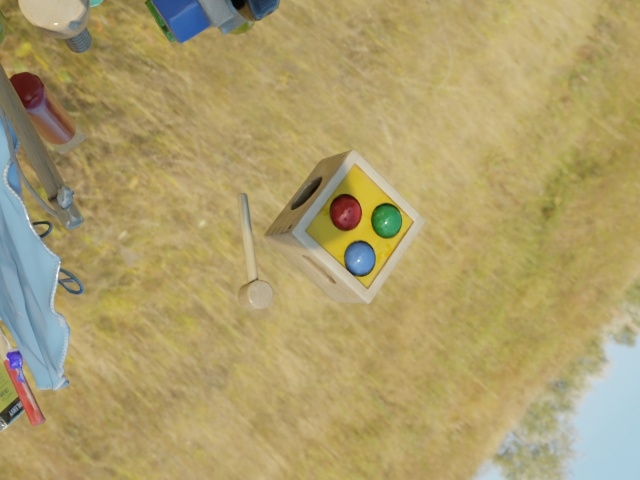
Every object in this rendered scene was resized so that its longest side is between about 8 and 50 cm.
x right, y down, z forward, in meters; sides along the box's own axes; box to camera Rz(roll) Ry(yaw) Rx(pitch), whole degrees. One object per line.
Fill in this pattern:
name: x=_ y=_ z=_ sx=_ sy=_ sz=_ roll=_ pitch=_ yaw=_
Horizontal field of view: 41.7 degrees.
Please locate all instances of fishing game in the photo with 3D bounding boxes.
fishing game: x=-0.157 y=-0.015 z=0.417 sx=0.041 sy=0.189 sz=0.264 roll=-23 pitch=158 yaw=-29

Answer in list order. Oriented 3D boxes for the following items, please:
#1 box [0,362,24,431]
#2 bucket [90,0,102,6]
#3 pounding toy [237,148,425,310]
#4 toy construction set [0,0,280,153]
box: x=-0.356 y=0.081 z=0.709 sx=0.087 sy=0.232 sz=0.058 roll=-37 pitch=-173 yaw=10
bucket: x=-0.329 y=-0.384 z=0.884 sx=0.281 sy=0.183 sz=0.281 roll=12 pitch=90 yaw=-71
pounding toy: x=-0.010 y=-0.002 z=0.956 sx=0.206 sy=0.181 sz=0.094 roll=-54 pitch=-160 yaw=-20
toy construction set: x=-0.125 y=-0.202 z=0.616 sx=0.309 sy=0.257 sz=0.237 roll=-60 pitch=180 yaw=-9
